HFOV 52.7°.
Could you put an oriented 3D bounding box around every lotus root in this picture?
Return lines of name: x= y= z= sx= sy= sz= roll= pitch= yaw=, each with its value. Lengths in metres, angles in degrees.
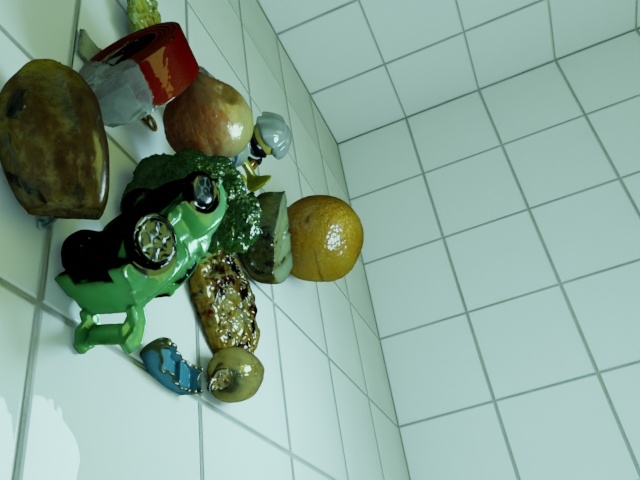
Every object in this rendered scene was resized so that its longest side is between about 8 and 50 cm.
lotus root: x=-0.202 y=0.312 z=1.501 sx=0.125 sy=0.118 sz=0.221 roll=57 pitch=8 yaw=17
lotus root: x=-0.450 y=-0.169 z=1.083 sx=0.193 sy=0.193 sz=0.291 roll=31 pitch=44 yaw=-70
lotus root: x=-0.178 y=0.018 z=1.968 sx=0.260 sy=0.149 sz=0.267 roll=-71 pitch=158 yaw=-63

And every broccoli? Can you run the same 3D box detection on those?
broccoli: x=-0.283 y=-0.063 z=1.448 sx=0.283 sy=0.303 sz=0.321 roll=102 pitch=-12 yaw=-47

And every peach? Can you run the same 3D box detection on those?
peach: x=-0.274 y=-0.300 z=1.551 sx=0.232 sy=0.232 sz=0.233 roll=-19 pitch=90 yaw=-77

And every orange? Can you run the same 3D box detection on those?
orange: x=0.000 y=0.000 z=2.316 sx=0.357 sy=0.322 sz=0.322 roll=53 pitch=21 yaw=-68

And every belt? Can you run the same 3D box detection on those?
belt: x=-0.394 y=-0.367 z=1.407 sx=0.324 sy=0.227 sz=0.115 roll=-76 pitch=149 yaw=-51

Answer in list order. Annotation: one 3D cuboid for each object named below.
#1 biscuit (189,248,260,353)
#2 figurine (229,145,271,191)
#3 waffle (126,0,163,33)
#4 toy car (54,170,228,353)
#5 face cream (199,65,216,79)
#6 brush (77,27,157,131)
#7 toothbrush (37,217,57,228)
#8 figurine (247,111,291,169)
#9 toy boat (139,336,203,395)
biscuit: x=-0.236 y=0.154 z=1.666 sx=0.289 sy=0.081 sz=0.334 roll=-62 pitch=132 yaw=-71
figurine: x=-0.314 y=-0.252 z=1.776 sx=0.338 sy=0.204 sz=0.283 roll=64 pitch=30 yaw=-22
waffle: x=-0.451 y=-0.533 z=1.782 sx=0.317 sy=0.073 sz=0.297 roll=44 pitch=28 yaw=-68
toy car: x=-0.305 y=0.020 z=1.138 sx=0.359 sy=0.213 sz=0.176 roll=-52 pitch=124 yaw=-47
face cream: x=-0.306 y=-0.411 z=1.917 sx=0.269 sy=0.073 sz=0.107 roll=39 pitch=38 yaw=-69
brush: x=-0.479 y=-0.366 z=1.552 sx=0.314 sy=0.017 sz=0.090 roll=54 pitch=24 yaw=-52
toothbrush: x=-0.464 y=-0.049 z=1.162 sx=0.162 sy=0.014 sz=0.017 roll=-70 pitch=158 yaw=-71
figurine: x=-0.207 y=-0.311 z=2.095 sx=0.176 sy=0.236 sz=0.133 roll=53 pitch=21 yaw=-50
toy boat: x=-0.291 y=0.248 z=1.299 sx=0.185 sy=0.077 sz=0.075 roll=57 pitch=19 yaw=-46
